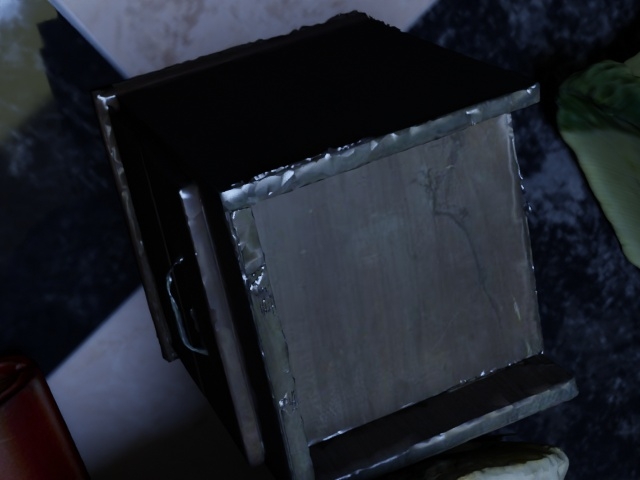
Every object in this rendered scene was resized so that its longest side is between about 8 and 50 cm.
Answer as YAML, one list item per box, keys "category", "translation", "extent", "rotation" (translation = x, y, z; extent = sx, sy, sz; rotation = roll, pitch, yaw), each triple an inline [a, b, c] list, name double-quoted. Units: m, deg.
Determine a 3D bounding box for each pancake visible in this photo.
- category: "pancake"
  translation: [-0.002, 0.152, 0.667]
  extent: [0.283, 0.282, 0.049]
  rotation: [-19, 83, -17]

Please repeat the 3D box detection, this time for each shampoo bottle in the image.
- category: "shampoo bottle"
  translation: [-0.161, 0.195, 0.722]
  extent: [0.102, 0.064, 0.260]
  rotation: [-24, 118, -15]

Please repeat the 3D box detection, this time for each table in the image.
- category: "table"
  translation: [0.000, 0.000, 0.644]
  extent: [0.173, 0.193, 0.169]
  rotation: [-20, 116, -16]

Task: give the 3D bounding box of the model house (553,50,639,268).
- category: "model house"
  translation: [0.339, -0.033, 0.749]
  extent: [0.266, 0.261, 0.321]
  rotation: [-42, 124, -7]
